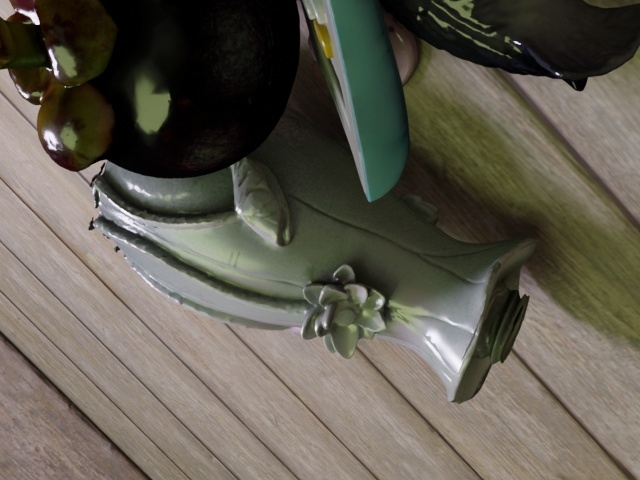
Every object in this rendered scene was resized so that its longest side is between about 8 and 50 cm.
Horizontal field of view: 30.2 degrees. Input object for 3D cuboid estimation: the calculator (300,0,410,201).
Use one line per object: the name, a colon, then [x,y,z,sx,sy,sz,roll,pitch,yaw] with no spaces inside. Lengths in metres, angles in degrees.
calculator: [-0.002,-0.228,0.920,0.386,0.054,0.256,69,-177,-46]

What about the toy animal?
toy animal: [0.107,-0.218,0.868,0.298,0.122,0.185,46,152,10]

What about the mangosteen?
mangosteen: [-0.167,-0.183,1.047,0.275,0.302,0.275,17,114,45]

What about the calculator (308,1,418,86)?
calculator: [0.036,-0.179,1.144,0.103,0.024,0.166,46,153,-8]

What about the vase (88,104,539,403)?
vase: [0.000,0.000,1.231,0.445,0.250,0.250,25,151,18]
